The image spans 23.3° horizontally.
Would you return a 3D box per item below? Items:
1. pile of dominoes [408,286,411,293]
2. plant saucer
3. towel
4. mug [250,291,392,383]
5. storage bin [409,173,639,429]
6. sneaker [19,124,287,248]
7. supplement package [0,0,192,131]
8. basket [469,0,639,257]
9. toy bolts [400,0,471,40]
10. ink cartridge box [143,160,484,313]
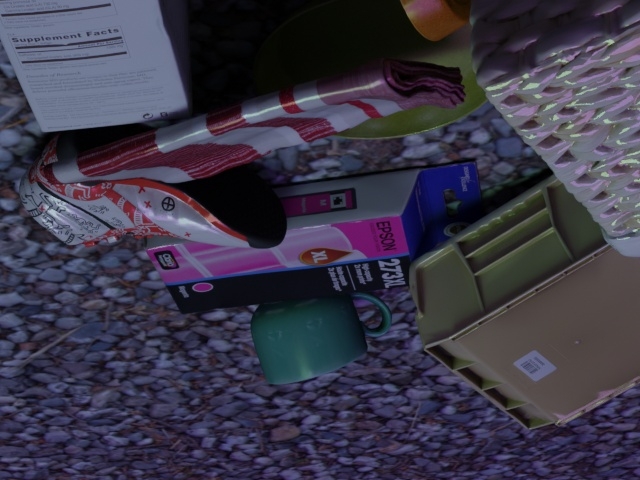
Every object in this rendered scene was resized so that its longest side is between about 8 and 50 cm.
[{"bbox_3d":[0.263,0.061,1.934,0.251,0.040,0.196,-10,152,29],"label":"pile of dominoes"},{"bbox_3d":[0.056,-0.172,1.453,0.241,0.037,0.241,-2,152,-1],"label":"plant saucer"},{"bbox_3d":[-0.051,-0.099,1.391,0.329,0.037,0.237,-15,178,22],"label":"towel"},{"bbox_3d":[-0.009,0.100,1.873,0.129,0.097,0.158,-10,-168,47],"label":"mug"},{"bbox_3d":[0.273,0.071,1.752,0.260,0.123,0.262,-32,137,19],"label":"storage bin"},{"bbox_3d":[-0.178,-0.038,1.622,0.270,0.090,0.145,21,144,-31],"label":"sneaker"},{"bbox_3d":[-0.188,-0.213,1.244,0.134,0.139,0.244,-6,151,2],"label":"supplement package"},{"bbox_3d":[0.289,-0.214,1.113,0.331,0.328,0.266,-21,143,29],"label":"basket"},{"bbox_3d":[0.015,-0.257,1.149,0.158,0.218,0.228,-12,133,28],"label":"toy bolts"},{"bbox_3d":[0.000,0.000,1.744,0.371,0.069,0.176,-9,151,6],"label":"ink cartridge box"}]
